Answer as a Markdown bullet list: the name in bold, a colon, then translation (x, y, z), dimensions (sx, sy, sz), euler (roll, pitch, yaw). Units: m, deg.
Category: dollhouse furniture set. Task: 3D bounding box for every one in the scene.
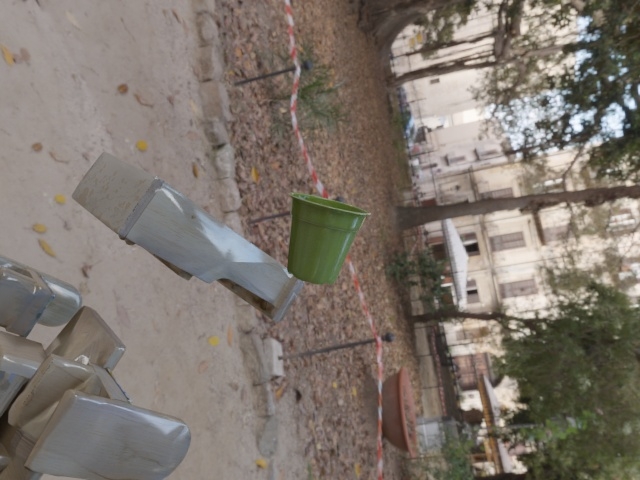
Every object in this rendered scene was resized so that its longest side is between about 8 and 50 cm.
- **dollhouse furniture set**: translation (-0.247, 0.135, 0.585), dimensions (0.256, 0.362, 0.394), euler (40, 79, -45)

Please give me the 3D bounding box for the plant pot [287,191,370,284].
- **plant pot**: translation (0.000, 0.000, 0.478), dimensions (0.083, 0.083, 0.079), euler (-40, 144, -77)
